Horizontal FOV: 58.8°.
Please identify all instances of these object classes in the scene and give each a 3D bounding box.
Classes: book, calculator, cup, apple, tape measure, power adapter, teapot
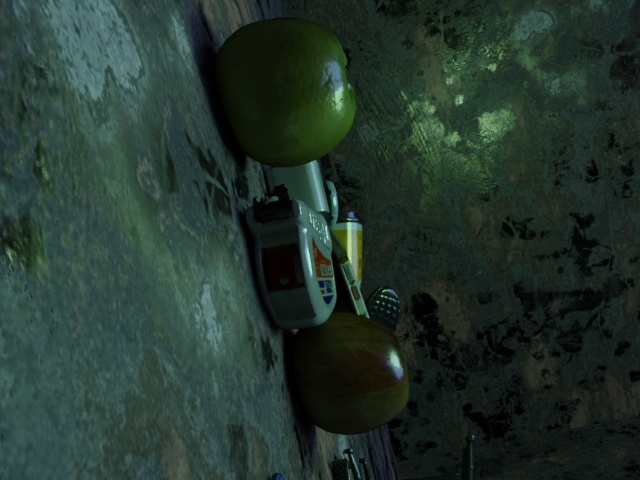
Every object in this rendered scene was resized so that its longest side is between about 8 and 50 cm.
[{"bbox_3d":[0.074,0.139,1.587,0.300,0.039,0.428,-123,-169,-59],"label":"book"},{"bbox_3d":[-0.015,-0.115,1.718,0.246,0.045,0.141,-166,-110,-64],"label":"calculator"},{"bbox_3d":[0.064,0.042,1.982,0.196,0.196,0.280,45,41,-79],"label":"cup"},{"bbox_3d":[-0.065,-0.290,1.117,0.292,0.254,0.292,-13,90,-79],"label":"apple"},{"bbox_3d":[-0.053,0.041,1.128,0.258,0.130,0.265,22,61,-79],"label":"tape measure"},{"bbox_3d":[-0.049,-0.084,1.403,0.125,0.129,0.205,2,76,-84],"label":"power adapter"},{"bbox_3d":[0.063,0.270,1.190,0.257,0.233,0.257,-14,90,-81],"label":"apple"},{"bbox_3d":[-0.100,-0.084,1.297,0.083,0.057,0.067,-109,-172,-79],"label":"teapot"}]

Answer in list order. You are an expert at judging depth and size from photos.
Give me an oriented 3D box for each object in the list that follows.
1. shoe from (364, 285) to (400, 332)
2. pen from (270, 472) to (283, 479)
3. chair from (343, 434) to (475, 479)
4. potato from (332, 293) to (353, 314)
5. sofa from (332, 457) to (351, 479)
[{"bbox_3d":[0.143,0.279,1.884,0.337,0.132,0.171,-64,-157,15],"label":"shoe"},{"bbox_3d":[-0.071,0.360,0.737,0.204,0.025,0.025,-53,130,-83],"label":"pen"},{"bbox_3d":[0.292,0.808,1.622,0.362,0.364,0.410,65,17,-63],"label":"chair"},{"bbox_3d":[0.044,0.251,1.564,0.272,0.111,0.160,-127,-167,-70],"label":"potato"},{"bbox_3d":[0.060,0.592,1.364,0.060,0.039,0.118,70,9,-53],"label":"sofa"}]
